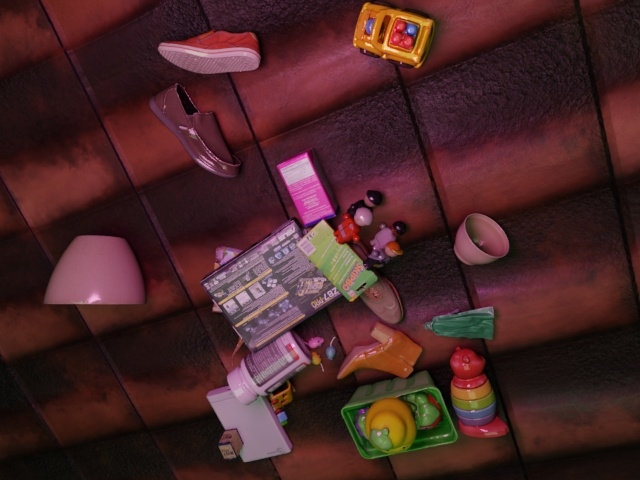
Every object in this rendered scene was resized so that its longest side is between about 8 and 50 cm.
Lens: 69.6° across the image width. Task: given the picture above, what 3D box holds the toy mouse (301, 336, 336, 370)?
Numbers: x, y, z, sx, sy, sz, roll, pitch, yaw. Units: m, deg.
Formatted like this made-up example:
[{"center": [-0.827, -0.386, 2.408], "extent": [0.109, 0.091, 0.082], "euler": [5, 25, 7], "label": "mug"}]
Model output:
[{"center": [0.006, 0.413, 1.740], "extent": [0.143, 0.031, 0.161], "euler": [-41, 98, 21], "label": "toy mouse"}]

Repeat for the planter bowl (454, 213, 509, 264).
[{"center": [0.491, 0.011, 1.452], "extent": [0.162, 0.162, 0.109], "euler": [32, 139, -3], "label": "planter bowl"}]

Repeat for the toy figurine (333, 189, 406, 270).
[{"center": [0.167, -0.033, 1.449], "extent": [0.209, 0.213, 0.148], "euler": [45, 122, -7], "label": "toy figurine"}]

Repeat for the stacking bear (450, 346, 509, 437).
[{"center": [0.538, 0.521, 1.626], "extent": [0.164, 0.175, 0.289], "euler": [-14, 98, 7], "label": "stacking bear"}]

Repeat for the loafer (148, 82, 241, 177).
[{"center": [-0.385, -0.353, 1.473], "extent": [0.366, 0.134, 0.130], "euler": [45, 111, -8], "label": "loafer"}]

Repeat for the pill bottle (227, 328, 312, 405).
[{"center": [-0.186, 0.455, 1.666], "extent": [0.283, 0.161, 0.161], "euler": [-36, 101, 0], "label": "pill bottle"}]

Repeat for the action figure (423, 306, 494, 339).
[{"center": [0.474, 0.287, 1.593], "extent": [0.232, 0.063, 0.137], "euler": [-5, 111, 8], "label": "action figure"}]

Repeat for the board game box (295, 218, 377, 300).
[{"center": [0.054, 0.065, 1.469], "extent": [0.124, 0.039, 0.259], "euler": [-42, 92, 14], "label": "board game box"}]

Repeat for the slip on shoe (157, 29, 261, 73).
[{"center": [-0.336, -0.583, 1.406], "extent": [0.331, 0.123, 0.101], "euler": [4, 79, 14], "label": "slip on shoe"}]

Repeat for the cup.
[{"center": [-0.793, 0.108, 1.646], "extent": [0.330, 0.331, 0.237], "euler": [-1, 84, 11], "label": "cup"}]

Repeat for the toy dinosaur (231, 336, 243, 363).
[{"center": [-0.287, 0.362, 1.722], "extent": [0.064, 0.112, 0.212], "euler": [30, 74, 6], "label": "toy dinosaur"}]

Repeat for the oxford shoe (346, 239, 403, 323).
[{"center": [0.166, 0.163, 1.566], "extent": [0.123, 0.130, 0.348], "euler": [-33, 101, 19], "label": "oxford shoe"}]

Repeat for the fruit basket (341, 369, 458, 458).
[{"center": [0.265, 0.640, 1.600], "extent": [0.392, 0.392, 0.283], "euler": [-19, 105, 16], "label": "fruit basket"}]

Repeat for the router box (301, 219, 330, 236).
[{"center": [0.000, 0.000, 1.529], "extent": [0.038, 0.092, 0.123], "euler": [-14, 96, 59], "label": "router box"}]

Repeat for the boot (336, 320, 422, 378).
[{"center": [0.216, 0.450, 1.678], "extent": [0.211, 0.104, 0.295], "euler": [35, 108, -4], "label": "boot"}]

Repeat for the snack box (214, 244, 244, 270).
[{"center": [-0.335, 0.097, 1.682], "extent": [0.100, 0.037, 0.141], "euler": [12, 112, 4], "label": "snack box"}]

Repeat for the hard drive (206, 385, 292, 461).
[{"center": [-0.293, 0.752, 1.910], "extent": [0.233, 0.047, 0.353], "euler": [-20, 106, 17], "label": "hard drive"}]

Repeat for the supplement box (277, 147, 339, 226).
[{"center": [-0.036, -0.174, 1.489], "extent": [0.113, 0.111, 0.220], "euler": [-20, 105, 16], "label": "supplement box"}]

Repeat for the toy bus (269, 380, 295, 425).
[{"center": [-0.153, 0.592, 1.792], "extent": [0.104, 0.202, 0.191], "euler": [-24, 99, -14], "label": "toy bus"}]

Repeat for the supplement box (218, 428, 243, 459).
[{"center": [-0.366, 0.834, 1.884], "extent": [0.056, 0.083, 0.083], "euler": [-15, 107, 16], "label": "supplement box"}]

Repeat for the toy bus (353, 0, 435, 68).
[{"center": [0.195, -0.563, 1.253], "extent": [0.220, 0.211, 0.150], "euler": [19, 114, 4], "label": "toy bus"}]

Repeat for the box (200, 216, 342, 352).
[{"center": [-0.163, 0.156, 1.599], "extent": [0.394, 0.097, 0.318], "euler": [-34, 99, 5], "label": "box"}]

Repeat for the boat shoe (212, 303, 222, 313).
[{"center": [-0.312, 0.245, 1.716], "extent": [0.189, 0.068, 0.072], "euler": [5, 69, 11], "label": "boat shoe"}]
